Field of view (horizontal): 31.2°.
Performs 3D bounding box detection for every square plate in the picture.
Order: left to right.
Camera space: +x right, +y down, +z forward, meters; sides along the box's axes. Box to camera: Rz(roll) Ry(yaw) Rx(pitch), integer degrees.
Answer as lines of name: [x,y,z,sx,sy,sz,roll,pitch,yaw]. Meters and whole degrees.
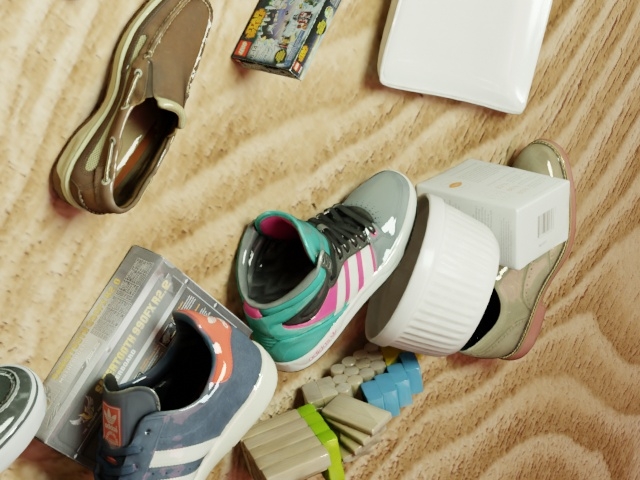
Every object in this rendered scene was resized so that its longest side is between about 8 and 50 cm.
square plate: [0.207,-0.358,1.526,0.344,0.049,0.347,3,102,-49]

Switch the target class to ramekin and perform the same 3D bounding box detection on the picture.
ramekin: [0.147,0.052,1.483,0.109,0.207,0.207,21,88,-8]

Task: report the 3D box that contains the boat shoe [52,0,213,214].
boat shoe: [-0.164,-0.137,1.154,0.095,0.095,0.257,34,79,-49]

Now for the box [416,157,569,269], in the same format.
box: [0.239,-0.040,1.591,0.130,0.170,0.091,-26,122,-40]

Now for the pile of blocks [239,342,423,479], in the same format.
pile of blocks: [0.050,0.237,1.504,0.362,0.149,0.112,-36,129,-35]

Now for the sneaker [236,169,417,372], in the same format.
sneaker: [0.000,0.000,1.383,0.295,0.124,0.178,-56,147,-16]

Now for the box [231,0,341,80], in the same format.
box: [-0.031,-0.248,1.264,0.027,0.094,0.137,35,77,-49]

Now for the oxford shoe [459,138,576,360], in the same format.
oxford shoe: [0.286,0.019,1.711,0.130,0.123,0.348,0,103,-43]

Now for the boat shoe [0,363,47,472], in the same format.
boat shoe: [-0.384,0.179,1.017,0.306,0.113,0.105,-25,138,-30]

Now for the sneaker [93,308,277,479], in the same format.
sneaker: [-0.191,0.224,1.170,0.148,0.131,0.350,47,65,-39]

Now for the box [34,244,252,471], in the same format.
box: [-0.197,0.148,1.261,0.231,0.056,0.183,-59,138,-13]
